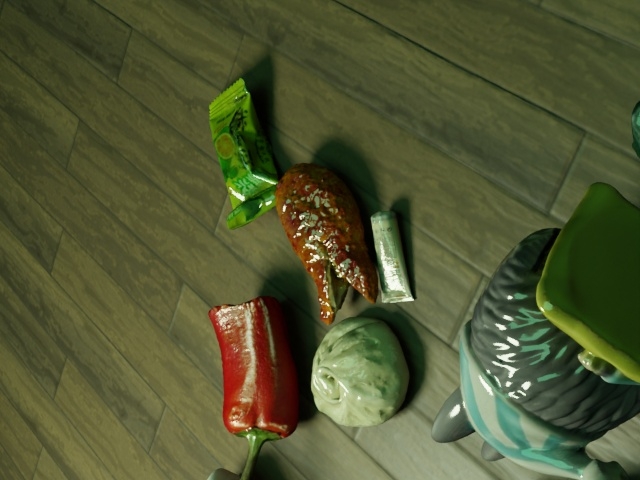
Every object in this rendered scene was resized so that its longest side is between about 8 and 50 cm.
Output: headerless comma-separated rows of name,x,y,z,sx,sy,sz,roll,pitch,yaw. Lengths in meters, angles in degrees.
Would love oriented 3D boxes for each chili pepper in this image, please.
chili pepper,-0.098,0.267,1.653,0.135,0.131,0.338,-14,75,19

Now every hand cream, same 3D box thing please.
hand cream,0.109,0.025,1.517,0.061,0.039,0.143,-7,94,39

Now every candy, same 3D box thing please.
candy,-0.133,-0.153,1.735,0.149,0.069,0.246,-28,75,47

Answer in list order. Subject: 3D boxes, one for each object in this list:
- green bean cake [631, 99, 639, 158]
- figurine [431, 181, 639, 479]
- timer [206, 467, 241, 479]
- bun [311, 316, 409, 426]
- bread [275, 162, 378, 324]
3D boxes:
green bean cake,0.520,-0.101,1.004,0.308,0.169,0.300,-45,61,35
figurine,0.326,0.181,1.196,0.361,0.266,0.377,46,140,14
timer,-0.208,0.530,1.682,0.087,0.262,0.237,26,131,5
bun,0.045,0.202,1.529,0.183,0.102,0.183,-4,84,45
bread,0.004,-0.007,1.573,0.139,0.095,0.269,-37,60,36
